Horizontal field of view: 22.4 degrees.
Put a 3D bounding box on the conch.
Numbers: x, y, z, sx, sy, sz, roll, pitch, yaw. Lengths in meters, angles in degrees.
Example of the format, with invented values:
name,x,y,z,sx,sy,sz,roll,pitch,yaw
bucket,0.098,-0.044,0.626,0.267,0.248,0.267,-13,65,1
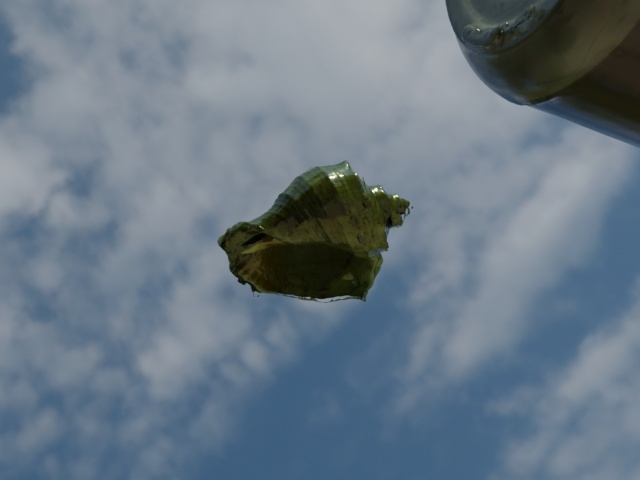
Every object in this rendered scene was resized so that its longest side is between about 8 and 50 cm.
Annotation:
name,x,y,z,sx,sy,sz,roll,pitch,yaw
conch,0.000,0.000,0.993,0.121,0.074,0.089,-18,-83,3

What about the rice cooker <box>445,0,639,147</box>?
name,x,y,z,sx,sy,sz,roll,pitch,yaw
rice cooker,0.283,-0.205,1.112,0.325,0.335,0.335,17,-75,-20
